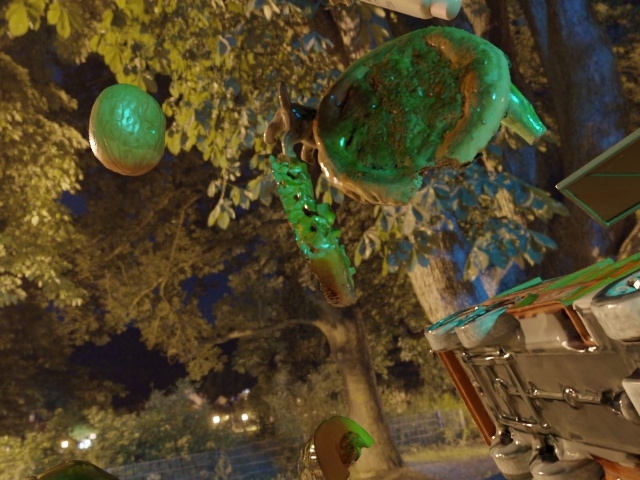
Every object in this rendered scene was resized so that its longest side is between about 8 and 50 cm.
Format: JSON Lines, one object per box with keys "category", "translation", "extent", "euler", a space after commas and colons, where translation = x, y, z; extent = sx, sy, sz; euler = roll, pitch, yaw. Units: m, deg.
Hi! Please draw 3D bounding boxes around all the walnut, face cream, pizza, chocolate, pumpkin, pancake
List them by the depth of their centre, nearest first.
{"category": "pizza", "translation": [0.000, 0.000, 0.840], "extent": [0.074, 0.287, 0.251], "euler": [-21, -46, 0]}
{"category": "pancake", "translation": [0.152, -0.231, 0.896], "extent": [0.383, 0.381, 0.071], "euler": [-20, -34, 27]}
{"category": "pumpkin", "translation": [-0.008, 0.453, 1.025], "extent": [0.163, 0.111, 0.278], "euler": [-43, -14, 14]}
{"category": "walnut", "translation": [-0.423, -0.240, 1.102], "extent": [0.165, 0.196, 0.165], "euler": [2, -7, 0]}
{"category": "face cream", "translation": [0.196, -0.562, 1.140], "extent": [0.082, 0.269, 0.081], "euler": [-34, -39, -33]}
{"category": "chocolate", "translation": [0.490, -0.380, 1.349], "extent": [0.110, 0.291, 0.110], "euler": [-36, -13, -9]}

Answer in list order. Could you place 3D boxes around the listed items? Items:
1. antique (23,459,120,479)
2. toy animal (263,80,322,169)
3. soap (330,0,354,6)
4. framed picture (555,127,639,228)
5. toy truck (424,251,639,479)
{"category": "antique", "translation": [-0.292, 0.392, 0.611], "extent": [0.129, 0.223, 0.278], "euler": [-13, 9, -32]}
{"category": "toy animal", "translation": [-0.006, -0.241, 1.091], "extent": [0.234, 0.121, 0.168], "euler": [2, -66, -35]}
{"category": "soap", "translation": [0.047, -0.778, 1.366], "extent": [0.080, 0.160, 0.257], "euler": [18, 2, 18]}
{"category": "framed picture", "translation": [0.535, -0.106, 0.862], "extent": [0.250, 0.016, 0.184], "euler": [19, -48, -41]}
{"category": "toy truck", "translation": [0.255, 0.092, 0.410], "extent": [0.207, 0.173, 0.387], "euler": [-26, -7, -15]}
